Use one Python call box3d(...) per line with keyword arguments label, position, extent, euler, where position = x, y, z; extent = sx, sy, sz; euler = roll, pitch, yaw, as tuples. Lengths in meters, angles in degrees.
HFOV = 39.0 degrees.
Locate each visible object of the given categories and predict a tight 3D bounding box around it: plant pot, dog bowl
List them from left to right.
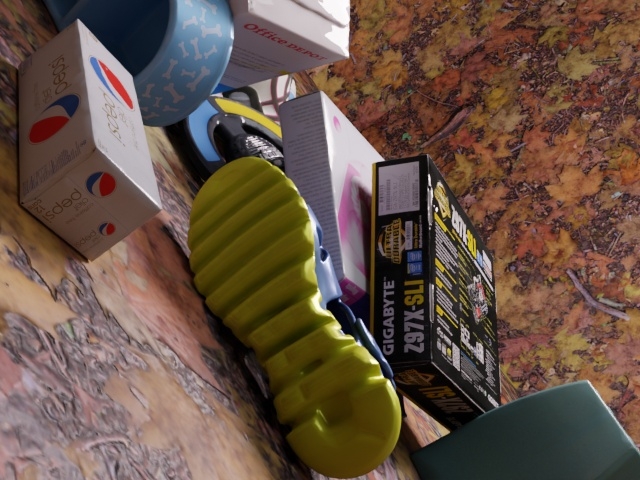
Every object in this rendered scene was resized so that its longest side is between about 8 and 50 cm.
box3d(label="dog bowl", position=(-0.206, -0.256, 0.940), extent=(0.074, 0.166, 0.297), euler=(16, 38, -58))
box3d(label="plant pot", position=(0.271, 0.290, 1.111), extent=(0.165, 0.234, 0.166), euler=(43, 15, -50))

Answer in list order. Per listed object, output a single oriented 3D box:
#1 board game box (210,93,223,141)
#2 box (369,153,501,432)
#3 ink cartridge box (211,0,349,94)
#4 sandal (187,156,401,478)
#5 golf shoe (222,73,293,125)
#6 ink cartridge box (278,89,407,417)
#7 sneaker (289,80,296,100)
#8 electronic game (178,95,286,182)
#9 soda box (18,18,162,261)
box3d(label="board game box", position=(-0.160, -0.193, 1.337), extent=(0.103, 0.026, 0.154), euler=(59, 10, 23))
box3d(label="box", position=(0.151, 0.081, 1.133), extent=(0.322, 0.079, 0.257), euler=(44, 41, -56))
box3d(label="ink cartridge box", position=(-0.103, -0.285, 1.038), extent=(0.171, 0.232, 0.168), euler=(11, 77, -51))
box3d(label="sandal", position=(-0.022, 0.069, 0.836), extent=(0.317, 0.126, 0.138), euler=(66, 9, 18))
box3d(label="golf shoe", position=(-0.090, -0.190, 1.268), extent=(0.273, 0.105, 0.120), euler=(61, 41, -51))
box3d(label="ink cartridge box", position=(0.059, 0.030, 1.125), extent=(0.324, 0.071, 0.330), euler=(37, 41, -59))
box3d(label="sneaker", position=(-0.088, -0.291, 1.951), extent=(0.085, 0.086, 0.237), euler=(22, -9, 10))
box3d(label="electronic game", position=(-0.078, -0.098, 1.139), extent=(0.229, 0.048, 0.229), euler=(31, 30, -20))
box3d(label="soda box", position=(-0.183, -0.085, 0.696), extent=(0.074, 0.069, 0.216), euler=(48, 12, -38))
